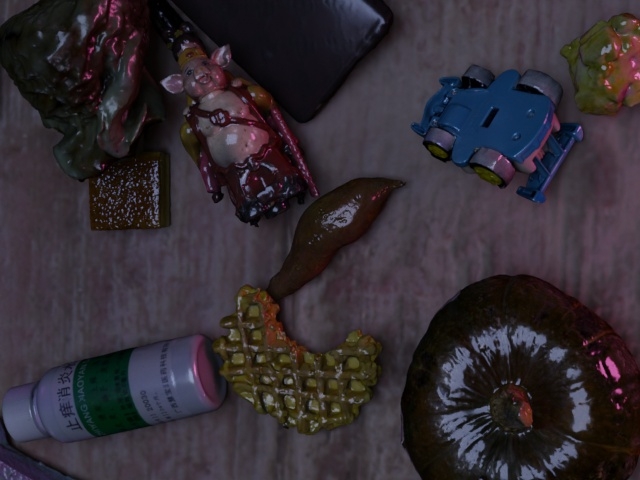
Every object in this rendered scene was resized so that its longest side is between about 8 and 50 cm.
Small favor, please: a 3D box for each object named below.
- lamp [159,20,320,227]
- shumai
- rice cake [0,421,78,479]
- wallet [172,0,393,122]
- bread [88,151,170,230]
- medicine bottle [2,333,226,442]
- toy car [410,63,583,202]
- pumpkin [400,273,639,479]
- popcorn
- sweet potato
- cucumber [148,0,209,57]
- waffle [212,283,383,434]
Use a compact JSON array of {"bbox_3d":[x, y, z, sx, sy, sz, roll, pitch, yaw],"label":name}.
[{"bbox_3d":[-0.104,-0.138,1.668,0.118,0.118,0.253,-27,88,18],"label":"lamp"},{"bbox_3d":[-0.246,-0.193,1.685,0.189,0.256,0.218,-30,104,-9],"label":"shumai"},{"bbox_3d":[-0.304,0.303,1.787,0.290,0.051,0.081,26,100,17],"label":"rice cake"},{"bbox_3d":[-0.043,-0.263,1.673,0.229,0.049,0.182,46,115,8],"label":"wallet"},{"bbox_3d":[-0.223,-0.057,1.759,0.094,0.035,0.090,-2,90,20],"label":"bread"},{"bbox_3d":[-0.241,0.178,1.741,0.260,0.095,0.095,-15,86,20],"label":"medicine bottle"},{"bbox_3d":[0.185,-0.111,1.600,0.161,0.098,0.126,16,68,45],"label":"toy car"},{"bbox_3d":[0.206,0.169,1.535,0.260,0.189,0.260,1,92,18],"label":"pumpkin"},{"bbox_3d":[0.303,-0.180,1.552,0.096,0.089,0.109,12,107,-16],"label":"popcorn"},{"bbox_3d":[-0.003,-0.004,1.671,0.226,0.068,0.068,-44,78,17],"label":"sweet potato"},{"bbox_3d":[-0.176,-0.249,1.740,0.033,0.034,0.135,-40,79,11],"label":"cucumber"},{"bbox_3d":[-0.026,0.132,1.683,0.194,0.051,0.149,33,109,14],"label":"waffle"}]
